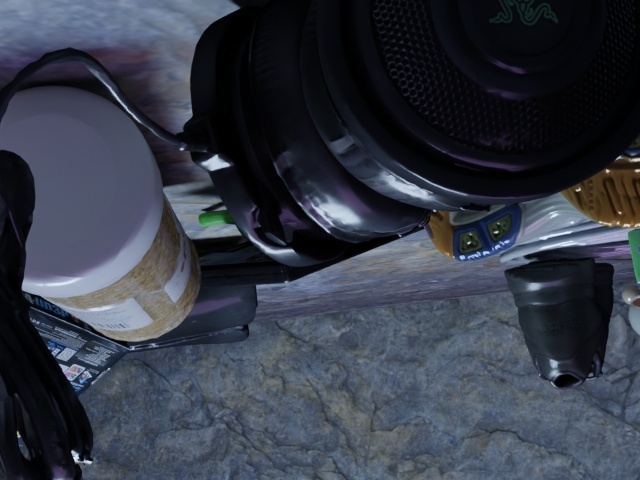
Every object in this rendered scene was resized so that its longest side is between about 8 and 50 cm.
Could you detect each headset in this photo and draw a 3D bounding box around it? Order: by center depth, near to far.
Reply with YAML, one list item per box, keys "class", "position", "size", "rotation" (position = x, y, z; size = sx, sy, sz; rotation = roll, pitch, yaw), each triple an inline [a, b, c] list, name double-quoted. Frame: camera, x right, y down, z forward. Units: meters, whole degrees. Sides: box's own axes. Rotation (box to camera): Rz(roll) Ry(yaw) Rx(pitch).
- class: "headset"
  position: [0.033, -0.039, 0.445]
  size: [0.394, 0.185, 0.243]
  rotation: [-14, 177, -32]

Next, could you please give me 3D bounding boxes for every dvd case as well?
- class: "dvd case"
  position: [0.000, 0.000, 0.998]
  size: [0.253, 0.022, 0.180]
  rotation: [-20, -170, -41]

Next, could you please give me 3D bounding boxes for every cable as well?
- class: "cable"
  position: [0.290, -0.033, 1.019]
  size: [0.257, 0.089, 0.257]
  rotation: [-8, 172, 15]

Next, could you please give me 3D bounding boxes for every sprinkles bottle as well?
- class: "sprinkles bottle"
  position: [-0.161, 0.000, 0.760]
  size: [0.121, 0.121, 0.355]
  rotation: [-5, 169, -3]

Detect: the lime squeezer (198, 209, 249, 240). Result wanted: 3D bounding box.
- class: "lime squeezer"
  position: [-0.008, -0.029, 0.965]
  size: [0.310, 0.059, 0.110]
  rotation: [-11, 170, 28]

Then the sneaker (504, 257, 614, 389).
- class: "sneaker"
  position: [0.253, 0.086, 1.080]
  size: [0.109, 0.130, 0.286]
  rotation: [-10, 175, 22]

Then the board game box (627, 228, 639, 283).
- class: "board game box"
  position: [0.431, -0.011, 0.825]
  size: [0.317, 0.046, 0.213]
  rotation: [-12, 171, 30]

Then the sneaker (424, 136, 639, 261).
- class: "sneaker"
  position: [0.207, -0.067, 0.764]
  size: [0.131, 0.112, 0.296]
  rotation: [-22, -174, -40]

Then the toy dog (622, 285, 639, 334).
- class: "toy dog"
  position: [0.482, 0.031, 1.337]
  size: [0.334, 0.161, 0.220]
  rotation: [-52, -177, 39]

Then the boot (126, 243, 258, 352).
- class: "boot"
  position: [-0.291, 0.081, 1.240]
  size: [0.444, 0.146, 0.367]
  rotation: [-4, 172, -13]

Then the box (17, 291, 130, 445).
- class: "box"
  position: [-0.333, 0.124, 1.084]
  size: [0.175, 0.051, 0.220]
  rotation: [-42, 145, 9]
